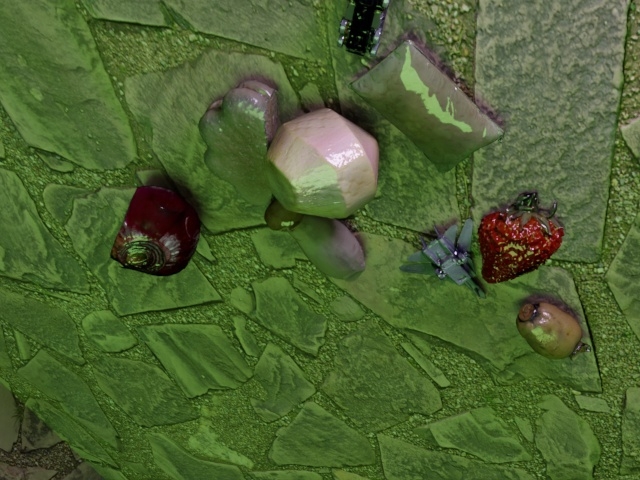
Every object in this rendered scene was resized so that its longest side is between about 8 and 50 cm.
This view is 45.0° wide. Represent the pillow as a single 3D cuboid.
[{"bbox_3d":[0.222,-0.266,1.598,0.302,0.075,0.185,39,136,-18],"label":"pillow"}]

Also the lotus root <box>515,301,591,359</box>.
[{"bbox_3d":[0.588,0.237,1.944,0.221,0.118,0.125,38,151,-15],"label":"lotus root"}]

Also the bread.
[{"bbox_3d":[-0.182,-0.222,1.778,0.183,0.102,0.337,13,139,12],"label":"bread"}]

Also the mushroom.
[{"bbox_3d":[0.000,0.000,1.894,0.128,0.128,0.350,-17,143,33],"label":"mushroom"}]

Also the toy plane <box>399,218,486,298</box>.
[{"bbox_3d":[0.340,0.080,1.893,0.212,0.088,0.267,-36,119,16],"label":"toy plane"}]

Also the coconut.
[{"bbox_3d":[0.014,-0.163,1.684,0.259,0.259,0.259,11,136,10],"label":"coconut"}]

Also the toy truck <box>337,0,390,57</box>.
[{"bbox_3d":[0.087,-0.434,1.471,0.083,0.092,0.192,18,145,3],"label":"toy truck"}]

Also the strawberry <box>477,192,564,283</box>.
[{"bbox_3d":[0.448,0.020,1.781,0.188,0.106,0.286,18,138,5],"label":"strawberry"}]

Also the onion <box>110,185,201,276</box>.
[{"bbox_3d":[-0.405,-0.032,1.983,0.207,0.216,0.206,22,122,-17],"label":"onion"}]
